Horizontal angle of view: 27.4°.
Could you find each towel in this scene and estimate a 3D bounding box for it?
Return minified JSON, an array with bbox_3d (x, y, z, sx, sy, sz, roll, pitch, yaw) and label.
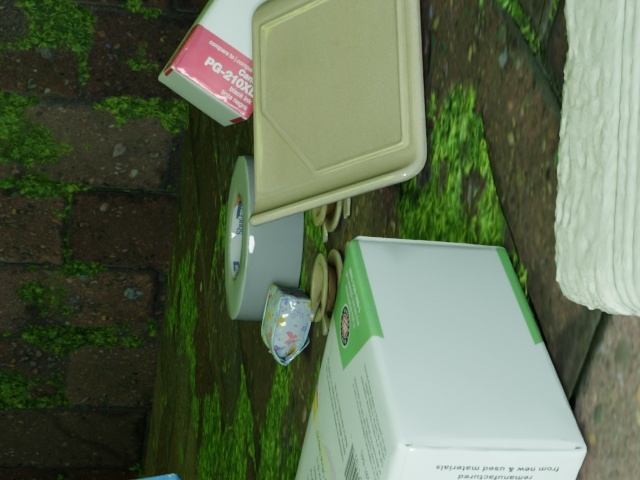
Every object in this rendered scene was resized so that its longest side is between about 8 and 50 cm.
[{"bbox_3d":[0.166,-0.100,0.628,0.187,0.049,0.282,-166,78,-80],"label":"towel"}]

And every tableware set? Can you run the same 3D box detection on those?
[{"bbox_3d":[0.000,0.000,1.423,0.128,0.039,0.194,130,142,-71],"label":"tableware set"}]

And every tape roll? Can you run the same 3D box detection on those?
[{"bbox_3d":[-0.077,-0.002,1.718,0.219,0.072,0.219,-178,90,-78],"label":"tape roll"}]

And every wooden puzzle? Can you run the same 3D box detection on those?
[{"bbox_3d":[0.016,-0.142,1.196,0.221,0.044,0.238,-15,66,46],"label":"wooden puzzle"}]

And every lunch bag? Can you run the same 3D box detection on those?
[{"bbox_3d":[-0.040,0.101,1.565,0.071,0.053,0.083,-144,67,-74],"label":"lunch bag"}]

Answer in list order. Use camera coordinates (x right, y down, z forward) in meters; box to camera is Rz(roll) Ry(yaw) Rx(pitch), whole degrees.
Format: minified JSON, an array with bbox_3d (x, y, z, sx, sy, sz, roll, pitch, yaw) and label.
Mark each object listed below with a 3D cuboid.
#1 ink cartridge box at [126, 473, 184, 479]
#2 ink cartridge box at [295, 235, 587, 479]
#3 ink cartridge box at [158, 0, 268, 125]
[{"bbox_3d":[-0.189,0.493,1.486,0.285,0.166,0.395,64,-162,-66],"label":"ink cartridge box"},{"bbox_3d":[0.063,0.168,0.882,0.201,0.117,0.278,-103,20,-53],"label":"ink cartridge box"},{"bbox_3d":[-0.064,-0.248,1.404,0.237,0.100,0.172,-56,11,-4],"label":"ink cartridge box"}]
